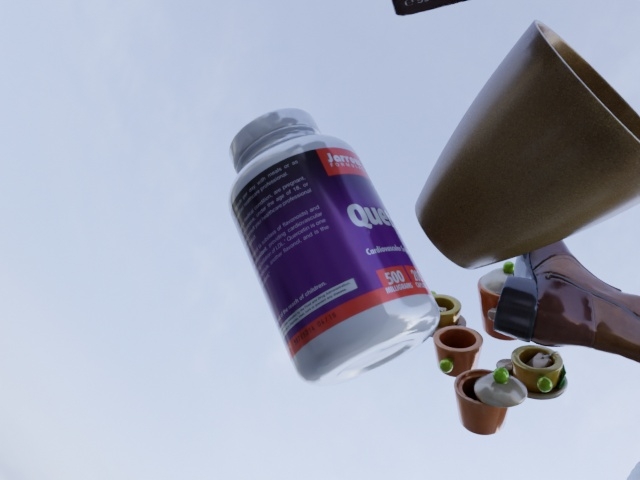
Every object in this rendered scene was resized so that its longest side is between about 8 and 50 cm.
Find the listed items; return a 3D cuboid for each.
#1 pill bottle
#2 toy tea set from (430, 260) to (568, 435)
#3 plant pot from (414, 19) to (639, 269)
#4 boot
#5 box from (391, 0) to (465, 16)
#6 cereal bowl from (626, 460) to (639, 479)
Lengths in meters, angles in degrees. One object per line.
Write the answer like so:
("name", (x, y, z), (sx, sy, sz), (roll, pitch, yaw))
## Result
("pill bottle", (0.000, 0.000, 0.744), (0.181, 0.181, 0.323), (-49, -121, 46))
("toy tea set", (0.250, 0.131, 0.882), (0.199, 0.336, 0.124), (-4, -67, 0))
("plant pot", (0.241, -0.084, 0.728), (0.237, 0.237, 0.254), (46, -59, 0))
("boot", (0.397, 0.067, 0.801), (0.280, 0.264, 0.096), (14, -60, 22))
("box", (0.129, -0.377, 0.612), (0.168, 0.167, 0.203), (-9, -31, 17))
("cereal bowl", (0.559, 0.445, 0.827), (0.339, 0.141, 0.339), (13, -75, 57))
